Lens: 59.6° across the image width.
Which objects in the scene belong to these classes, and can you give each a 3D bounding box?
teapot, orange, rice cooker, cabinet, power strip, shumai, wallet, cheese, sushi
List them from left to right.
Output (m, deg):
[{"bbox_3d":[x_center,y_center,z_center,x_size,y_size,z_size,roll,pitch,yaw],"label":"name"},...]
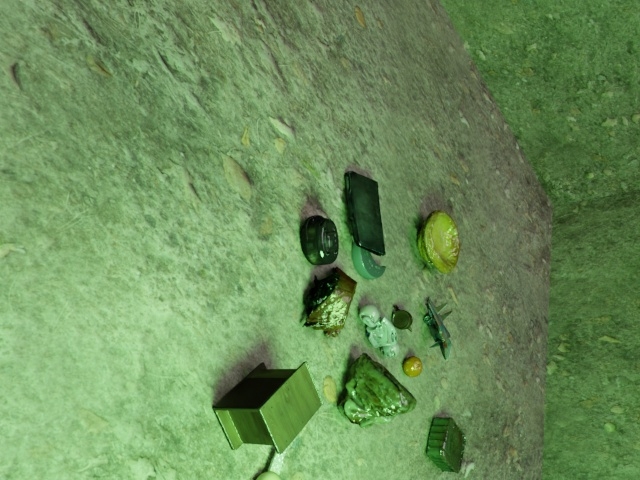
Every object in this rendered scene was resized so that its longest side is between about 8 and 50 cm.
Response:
[{"bbox_3d":[-0.136,0.661,1.527,0.127,0.054,0.252,48,46,-33],"label":"cheese"},{"bbox_3d":[-0.132,0.442,1.487,0.215,0.174,0.148,-37,110,-50],"label":"cabinet"},{"bbox_3d":[0.000,0.000,1.826,0.112,0.106,0.166,-12,101,-49],"label":"rice cooker"},{"bbox_3d":[0.038,0.172,1.811,0.149,0.140,0.287,89,18,-51],"label":"sushi"},{"bbox_3d":[0.164,-0.102,2.062,0.172,0.045,0.318,19,56,-41],"label":"wallet"},{"bbox_3d":[0.168,0.056,2.073,0.216,0.044,0.137,60,42,-23],"label":"power strip"},{"bbox_3d":[0.172,0.524,1.856,0.218,0.256,0.189,-45,138,-8],"label":"shumai"},{"bbox_3d":[0.322,0.305,2.189,0.068,0.076,0.121,17,38,-59],"label":"teapot"},{"bbox_3d":[0.362,0.495,2.190,0.083,0.070,0.083,16,67,-44],"label":"orange"}]

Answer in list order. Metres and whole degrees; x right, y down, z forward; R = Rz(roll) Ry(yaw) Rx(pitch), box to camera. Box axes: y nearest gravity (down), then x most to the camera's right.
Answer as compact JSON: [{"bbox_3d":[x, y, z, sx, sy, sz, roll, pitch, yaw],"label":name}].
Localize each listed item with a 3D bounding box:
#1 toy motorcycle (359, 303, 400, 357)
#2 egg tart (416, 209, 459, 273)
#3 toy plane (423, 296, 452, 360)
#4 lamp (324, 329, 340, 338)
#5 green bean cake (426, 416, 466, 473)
[{"bbox_3d":[0.227,0.330,2.027,0.254,0.112,0.112,58,42,-27],"label":"toy motorcycle"},{"bbox_3d":[0.510,0.009,2.462,0.294,0.123,0.294,10,76,-48],"label":"egg tart"},{"bbox_3d":[0.497,0.385,2.340,0.223,0.104,0.326,55,28,-27],"label":"toy plane"},{"bbox_3d":[0.039,0.294,1.862,0.083,0.031,0.063,13,73,-54],"label":"lamp"},{"bbox_3d":[0.508,0.829,2.272,0.181,0.094,0.173,50,46,-33],"label":"green bean cake"}]
